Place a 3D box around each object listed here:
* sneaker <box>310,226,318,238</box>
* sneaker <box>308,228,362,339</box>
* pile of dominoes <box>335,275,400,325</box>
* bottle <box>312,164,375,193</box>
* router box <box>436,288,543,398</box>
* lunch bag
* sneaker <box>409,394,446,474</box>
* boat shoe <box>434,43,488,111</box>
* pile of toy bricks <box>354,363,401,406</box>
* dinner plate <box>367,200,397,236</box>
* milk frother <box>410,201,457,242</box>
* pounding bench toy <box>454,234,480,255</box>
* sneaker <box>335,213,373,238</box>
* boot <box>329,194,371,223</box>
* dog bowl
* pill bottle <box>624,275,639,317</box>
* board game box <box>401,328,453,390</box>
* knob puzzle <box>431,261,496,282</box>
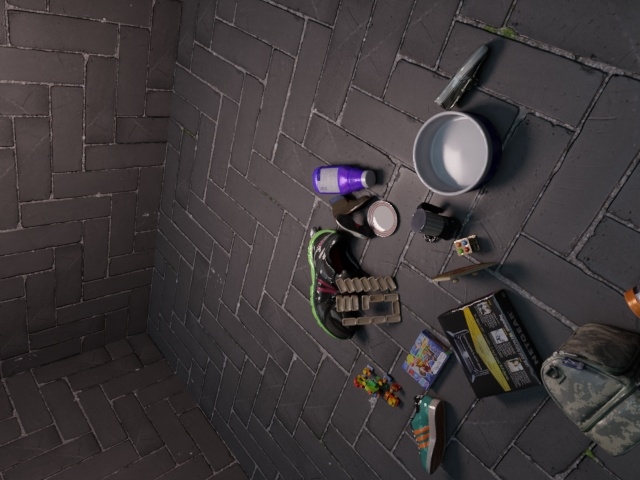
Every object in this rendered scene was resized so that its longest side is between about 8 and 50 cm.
[{"bbox_3d":[0.000,0.000,2.032,0.058,0.052,0.135,-13,99,37],"label":"sneaker"},{"bbox_3d":[0.070,0.191,1.907,0.202,0.185,0.482,-5,98,50],"label":"sneaker"},{"bbox_3d":[0.189,0.236,1.821,0.251,0.040,0.196,-4,97,4],"label":"pile of dominoes"},{"bbox_3d":[0.093,-0.246,1.833,0.283,0.092,0.118,5,105,45],"label":"bottle"},{"bbox_3d":[0.564,0.347,1.511,0.243,0.081,0.308,-35,75,45],"label":"router box"},{"bbox_3d":[0.737,0.358,1.176,0.256,0.305,0.212,42,127,29],"label":"lunch bag"},{"bbox_3d":[0.411,0.744,1.764,0.121,0.108,0.302,8,98,45],"label":"sneaker"},{"bbox_3d":[0.452,-0.504,1.418,0.070,0.078,0.219,34,127,-7],"label":"boat shoe"},{"bbox_3d":[0.229,0.615,1.910,0.212,0.105,0.118,30,121,37],"label":"pile of toy bricks"},{"bbox_3d":[0.244,-0.086,1.775,0.141,0.017,0.141,15,112,43],"label":"dinner plate"},{"bbox_3d":[0.369,-0.045,1.570,0.129,0.135,0.143,-105,35,-49],"label":"milk frother"},{"bbox_3d":[0.477,0.021,1.527,0.083,0.065,0.052,-22,85,47],"label":"pounding bench toy"},{"bbox_3d":[0.130,-0.047,1.830,0.161,0.057,0.075,26,158,0],"label":"sneaker"},{"bbox_3d":[0.111,-0.157,1.846,0.219,0.082,0.106,-34,79,47],"label":"boot"},{"bbox_3d":[0.436,-0.280,1.462,0.265,0.104,0.264,14,110,43],"label":"dog bowl"},{"bbox_3d":[0.875,0.103,1.092,0.130,0.130,0.245,58,134,18],"label":"pill bottle"},{"bbox_3d":[0.405,0.459,1.738,0.136,0.035,0.201,41,127,31],"label":"board game box"},{"bbox_3d":[0.455,0.114,1.497,0.213,0.213,0.030,-21,85,47],"label":"knob puzzle"}]
